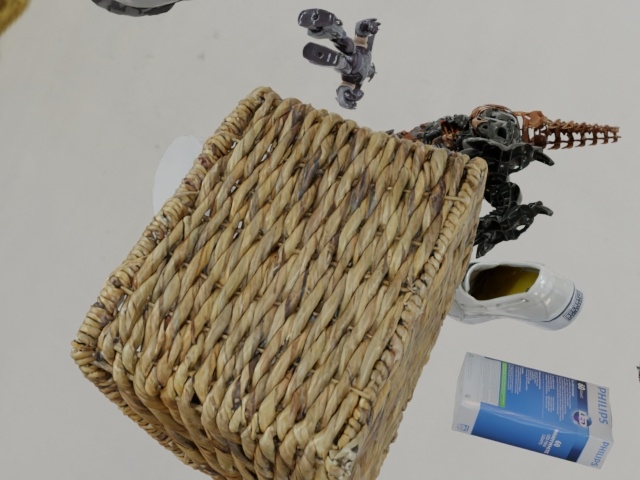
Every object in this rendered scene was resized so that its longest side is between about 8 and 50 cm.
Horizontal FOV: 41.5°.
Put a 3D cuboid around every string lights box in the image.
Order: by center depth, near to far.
[{"bbox_3d":[0.368,0.293,1.473,0.259,0.133,0.077,14,126,6],"label":"string lights box"}]

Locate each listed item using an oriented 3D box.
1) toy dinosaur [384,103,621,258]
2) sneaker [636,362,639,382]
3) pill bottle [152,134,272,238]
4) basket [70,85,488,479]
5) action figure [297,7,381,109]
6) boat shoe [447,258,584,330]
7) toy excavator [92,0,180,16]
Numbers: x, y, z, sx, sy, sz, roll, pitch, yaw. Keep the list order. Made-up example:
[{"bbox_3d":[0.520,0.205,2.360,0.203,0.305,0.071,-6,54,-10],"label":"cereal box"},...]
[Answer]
[{"bbox_3d":[0.216,-0.121,1.107,0.321,0.164,0.218,-27,30,18],"label":"toy dinosaur"},{"bbox_3d":[0.542,0.200,1.314,0.134,0.343,0.146,28,83,26],"label":"sneaker"},{"bbox_3d":[-0.074,-0.053,1.161,0.160,0.283,0.161,-11,76,49],"label":"pill bottle"},{"bbox_3d":[-0.018,0.058,0.706,0.222,0.213,0.299,20,60,15],"label":"basket"},{"bbox_3d":[0.053,-0.353,1.640,0.099,0.285,0.186,6,90,25],"label":"action figure"},{"bbox_3d":[0.293,0.076,1.536,0.136,0.156,0.367,-59,25,-11],"label":"boat shoe"},{"bbox_3d":[-0.011,-0.378,0.435,0.445,0.433,0.222,-23,74,3],"label":"toy excavator"}]
